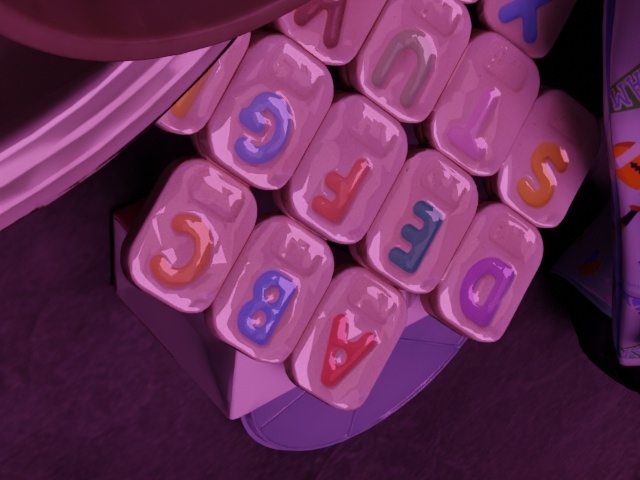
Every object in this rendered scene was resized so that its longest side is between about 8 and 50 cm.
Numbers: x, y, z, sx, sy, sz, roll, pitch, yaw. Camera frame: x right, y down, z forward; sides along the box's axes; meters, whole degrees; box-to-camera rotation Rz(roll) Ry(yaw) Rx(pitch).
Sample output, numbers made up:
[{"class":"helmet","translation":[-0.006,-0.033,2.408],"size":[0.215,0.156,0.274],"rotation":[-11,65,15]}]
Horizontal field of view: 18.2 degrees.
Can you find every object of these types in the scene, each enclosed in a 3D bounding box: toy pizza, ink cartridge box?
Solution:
[{"class":"toy pizza","translation":[0.027,0.051,1.251],"size":[0.201,0.032,0.201],"rotation":[-29,145,-22]},{"class":"ink cartridge box","translation":[0.000,0.000,1.082],"size":[0.198,0.115,0.067],"rotation":[-27,144,-28]}]

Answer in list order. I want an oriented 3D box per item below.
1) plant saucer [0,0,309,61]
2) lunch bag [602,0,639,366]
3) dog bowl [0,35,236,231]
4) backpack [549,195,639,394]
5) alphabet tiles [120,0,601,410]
[{"class":"plant saucer","translation":[-0.026,-0.181,0.630],"size":[0.278,0.041,0.278],"rotation":[-29,145,-23]},{"class":"lunch bag","translation":[0.219,-0.063,1.142],"size":[0.115,0.243,0.303],"rotation":[1,149,12]},{"class":"dog bowl","translation":[-0.173,-0.173,0.651],"size":[0.408,0.150,0.408],"rotation":[-29,145,-23]},{"class":"backpack","translation":[0.248,0.045,1.369],"size":[0.144,0.166,0.188],"rotation":[-49,151,5]},{"class":"alphabet tiles","translation":[0.027,-0.067,0.992],"size":[0.284,0.021,0.278],"rotation":[35,81,-36]}]
